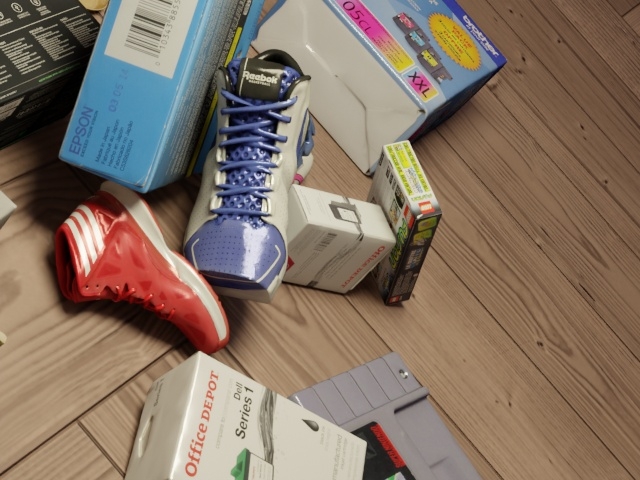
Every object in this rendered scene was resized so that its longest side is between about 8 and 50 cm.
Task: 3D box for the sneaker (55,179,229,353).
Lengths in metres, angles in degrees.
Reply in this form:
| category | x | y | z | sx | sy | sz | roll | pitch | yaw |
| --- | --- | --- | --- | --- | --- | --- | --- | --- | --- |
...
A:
| category | x | y | z | sx | sy | sz | roll | pitch | yaw |
| --- | --- | --- | --- | --- | --- | --- | --- | --- | --- |
| sneaker | -0.202 | 0.056 | 1.568 | 0.128 | 0.087 | 0.221 | -42 | 100 | -31 |

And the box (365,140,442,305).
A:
| category | x | y | z | sx | sy | sz | roll | pitch | yaw |
| --- | --- | --- | --- | --- | --- | --- | --- | --- | --- |
| box | 0.095 | -0.019 | 1.854 | 0.036 | 0.207 | 0.114 | -13 | 61 | -18 |

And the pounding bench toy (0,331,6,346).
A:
| category | x | y | z | sx | sy | sz | roll | pitch | yaw |
| --- | --- | --- | --- | --- | --- | --- | --- | --- | --- |
| pounding bench toy | -0.327 | 0.107 | 1.368 | 0.083 | 0.052 | 0.065 | 17 | 44 | -38 |

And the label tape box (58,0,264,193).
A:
| category | x | y | z | sx | sy | sz | roll | pitch | yaw |
| --- | --- | --- | --- | --- | --- | --- | --- | --- | --- |
| label tape box | -0.169 | -0.191 | 1.652 | 0.106 | 0.240 | 0.334 | 20 | 7 | 4 |

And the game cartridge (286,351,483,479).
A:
| category | x | y | z | sx | sy | sz | roll | pitch | yaw |
| --- | --- | --- | --- | --- | --- | --- | --- | --- | --- |
| game cartridge | 0.114 | 0.301 | 1.664 | 0.355 | 0.068 | 0.230 | 56 | 30 | 13 |

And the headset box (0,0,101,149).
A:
| category | x | y | z | sx | sy | sz | roll | pitch | yaw |
| --- | --- | --- | --- | --- | --- | --- | --- | --- | --- |
| headset box | -0.401 | -0.240 | 1.577 | 0.283 | 0.131 | 0.246 | 48 | 33 | 1 |

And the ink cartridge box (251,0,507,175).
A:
| category | x | y | z | sx | sy | sz | roll | pitch | yaw |
| --- | --- | --- | --- | --- | --- | --- | --- | --- | --- |
| ink cartridge box | 0.104 | -0.291 | 2.195 | 0.270 | 0.151 | 0.395 | 49 | 31 | 3 |

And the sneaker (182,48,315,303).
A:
| category | x | y | z | sx | sy | sz | roll | pitch | yaw |
| --- | --- | --- | --- | --- | --- | --- | --- | --- | --- |
| sneaker | -0.083 | -0.101 | 1.649 | 0.127 | 0.182 | 0.315 | 8 | 52 | 7 |

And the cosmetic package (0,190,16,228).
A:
| category | x | y | z | sx | sy | sz | roll | pitch | yaw |
| --- | --- | --- | --- | --- | --- | --- | --- | --- | --- |
| cosmetic package | -0.403 | 0.001 | 1.350 | 0.127 | 0.107 | 0.238 | 43 | 36 | -2 |

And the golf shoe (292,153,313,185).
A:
| category | x | y | z | sx | sy | sz | roll | pitch | yaw |
| --- | --- | --- | --- | --- | --- | --- | --- | --- | --- |
| golf shoe | -0.056 | -0.100 | 1.865 | 0.067 | 0.086 | 0.186 | 54 | 32 | 11 |

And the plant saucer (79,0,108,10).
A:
| category | x | y | z | sx | sy | sz | roll | pitch | yaw |
| --- | --- | --- | --- | --- | --- | --- | --- | --- | --- |
| plant saucer | -0.308 | -0.320 | 1.873 | 0.083 | 0.015 | 0.083 | 30 | 36 | -25 |

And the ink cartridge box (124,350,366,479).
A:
| category | x | y | z | sx | sy | sz | roll | pitch | yaw |
| --- | --- | --- | --- | --- | --- | --- | --- | --- | --- |
| ink cartridge box | -0.073 | 0.234 | 1.471 | 0.219 | 0.092 | 0.160 | 31 | 45 | -24 |

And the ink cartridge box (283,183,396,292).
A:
| category | x | y | z | sx | sy | sz | roll | pitch | yaw |
| --- | --- | --- | --- | --- | --- | --- | --- | --- | --- |
| ink cartridge box | 0.000 | 0.000 | 1.800 | 0.150 | 0.109 | 0.063 | 13 | 43 | -41 |
